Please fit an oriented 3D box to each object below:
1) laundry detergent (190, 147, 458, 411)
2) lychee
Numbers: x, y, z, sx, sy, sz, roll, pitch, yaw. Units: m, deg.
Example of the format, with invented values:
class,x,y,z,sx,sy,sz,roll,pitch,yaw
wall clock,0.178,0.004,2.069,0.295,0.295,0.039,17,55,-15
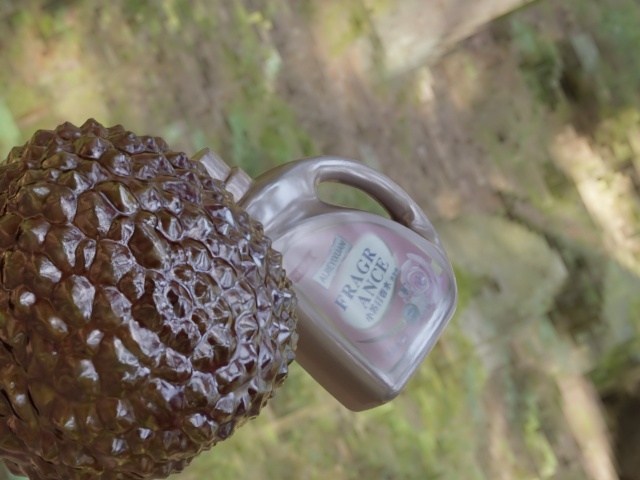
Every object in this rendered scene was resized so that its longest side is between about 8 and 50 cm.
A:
class,x,y,z,sx,sy,sz,roll,pitch,yaw
laundry detergent,0.000,0.000,1.498,0.237,0.171,0.076,47,-35,-13
lychee,-0.107,0.029,0.962,0.188,0.188,0.188,155,-90,-89
